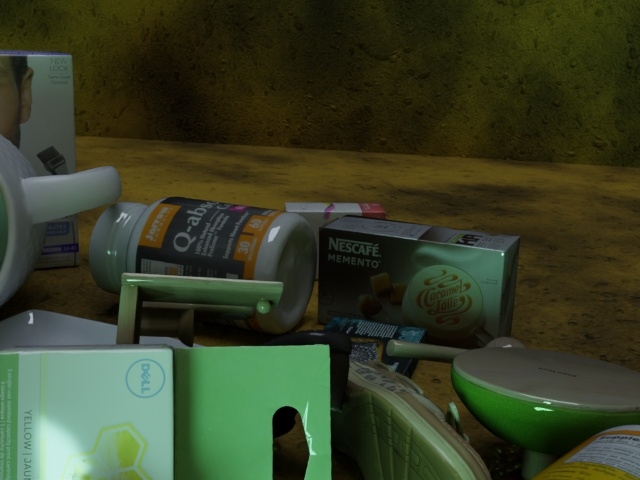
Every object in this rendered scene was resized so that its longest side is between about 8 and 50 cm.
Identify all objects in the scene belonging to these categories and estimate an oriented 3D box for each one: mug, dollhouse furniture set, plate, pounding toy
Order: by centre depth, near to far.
[{"bbox_3d":[-0.100,0.121,0.657,0.123,0.151,0.144,3,-18,-7],"label":"dollhouse furniture set"},{"bbox_3d":[0.188,0.166,0.730,0.183,0.110,0.237,2,7,-31],"label":"pounding toy"},{"bbox_3d":[-0.290,0.151,0.821,0.278,0.045,0.277,9,17,23],"label":"plate"},{"bbox_3d":[-0.443,-0.037,1.029,0.374,0.276,0.328,-13,7,-6],"label":"mug"}]

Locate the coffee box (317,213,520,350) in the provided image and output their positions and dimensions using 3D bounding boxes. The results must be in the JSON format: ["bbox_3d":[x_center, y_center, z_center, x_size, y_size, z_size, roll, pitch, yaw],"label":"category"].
[{"bbox_3d":[0.126,0.052,1.061,0.246,0.141,0.098,9,17,23],"label":"coffee box"}]

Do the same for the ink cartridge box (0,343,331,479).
[{"bbox_3d":[-0.105,0.159,0.566,0.235,0.171,0.056,0,-5,-7],"label":"ink cartridge box"}]

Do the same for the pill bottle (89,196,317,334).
[{"bbox_3d":[-0.158,0.027,1.078,0.278,0.162,0.162,8,16,21],"label":"pill bottle"}]

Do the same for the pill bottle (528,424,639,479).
[{"bbox_3d":[0.195,0.201,0.516,0.136,0.136,0.245,16,20,42],"label":"pill bottle"}]

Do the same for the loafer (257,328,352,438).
[{"bbox_3d":[-0.064,0.143,0.730,0.220,0.078,0.080,-26,-30,38],"label":"loafer"}]

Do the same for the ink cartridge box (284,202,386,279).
[{"bbox_3d":[0.000,0.000,1.287,0.198,0.115,0.067,1,16,-5],"label":"ink cartridge box"}]

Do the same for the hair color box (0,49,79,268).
[{"bbox_3d":[-0.484,-0.125,1.259,0.185,0.339,0.110,-5,16,-26],"label":"hair color box"}]

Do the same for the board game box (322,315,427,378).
[{"bbox_3d":[0.050,0.138,0.950,0.126,0.026,0.186,7,15,16],"label":"board game box"}]

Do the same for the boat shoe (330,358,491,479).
[{"bbox_3d":[0.073,0.162,0.708,0.089,0.105,0.285,-8,17,-23],"label":"boat shoe"}]
